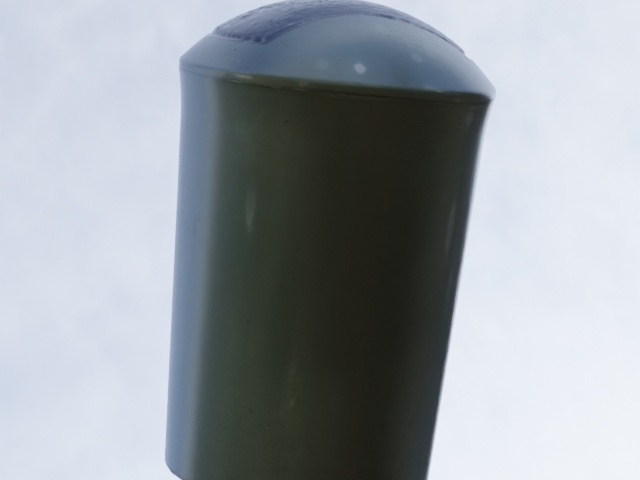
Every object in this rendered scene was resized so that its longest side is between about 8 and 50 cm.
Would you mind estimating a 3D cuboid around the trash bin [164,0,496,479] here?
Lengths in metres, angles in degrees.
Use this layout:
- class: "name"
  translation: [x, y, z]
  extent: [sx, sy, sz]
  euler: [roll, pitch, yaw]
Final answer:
- class: "trash bin"
  translation: [0.000, 0.000, 1.549]
  extent: [0.280, 0.280, 0.432]
  euler: [4, -81, -10]
